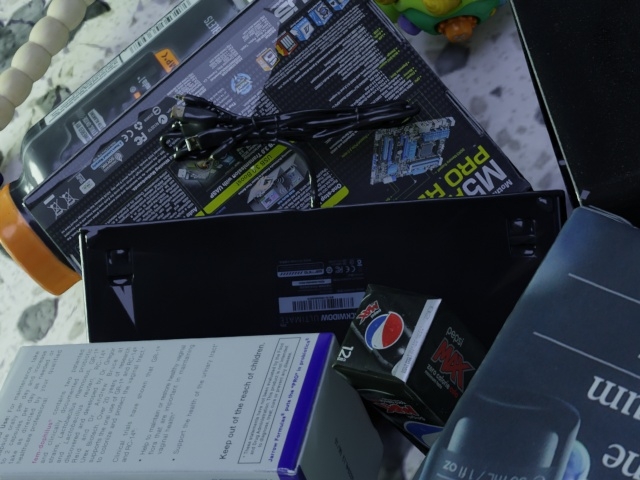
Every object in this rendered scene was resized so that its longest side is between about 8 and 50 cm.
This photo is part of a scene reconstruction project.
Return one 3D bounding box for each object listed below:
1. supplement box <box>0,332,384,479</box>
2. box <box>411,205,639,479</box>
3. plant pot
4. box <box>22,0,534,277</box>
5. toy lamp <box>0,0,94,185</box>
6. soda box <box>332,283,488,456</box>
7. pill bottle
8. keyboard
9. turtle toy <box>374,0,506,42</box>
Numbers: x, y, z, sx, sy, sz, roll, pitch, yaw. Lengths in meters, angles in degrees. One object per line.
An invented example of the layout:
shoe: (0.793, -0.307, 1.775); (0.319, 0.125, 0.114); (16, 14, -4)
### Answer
supplement box: (-0.087, 0.135, 1.210); (0.220, 0.111, 0.114); (-4, 43, 21)
box: (0.184, 0.229, 1.000); (0.293, 0.212, 0.395); (22, 75, 38)
plant pot: (0.226, -0.061, 1.192); (0.167, 0.188, 0.187); (-17, 52, 6)
box: (-0.029, -0.029, 1.323); (0.270, 0.060, 0.216); (-41, 84, 4)
toy lamp: (-0.242, -0.128, 1.581); (0.080, 0.080, 0.275); (23, 72, 39)
soda box: (0.075, 0.092, 1.181); (0.053, 0.169, 0.060); (10, 67, 36)
pill bottle: (-0.125, -0.067, 1.434); (0.245, 0.130, 0.130); (-40, 49, 5)
keyboard: (0.000, 0.000, 1.273); (0.317, 0.033, 0.202); (-4, 91, 6)
turtle toy: (0.081, -0.182, 1.421); (0.130, 0.066, 0.095); (16, 47, 40)
